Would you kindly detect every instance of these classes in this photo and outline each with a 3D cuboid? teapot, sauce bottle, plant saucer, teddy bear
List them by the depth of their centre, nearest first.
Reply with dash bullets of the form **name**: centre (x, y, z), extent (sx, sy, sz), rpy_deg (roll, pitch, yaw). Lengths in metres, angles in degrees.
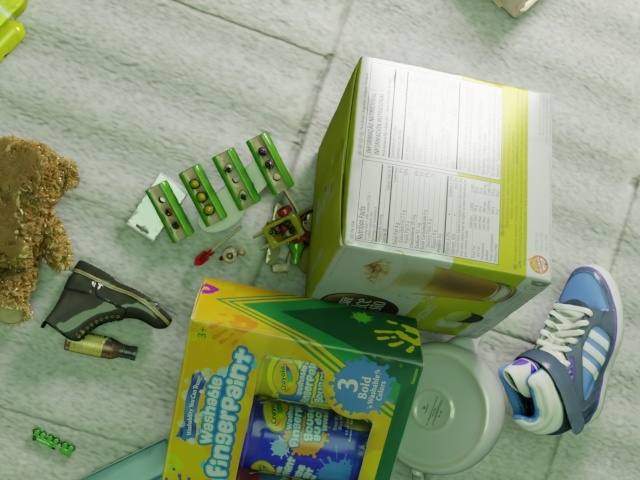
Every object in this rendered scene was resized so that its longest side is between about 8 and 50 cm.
- **teddy bear**: centre (-0.543, -0.014, 1.645), extent (0.245, 0.113, 0.337), rpy_deg (3, 94, 2)
- **sauce bottle**: centre (-0.393, 0.191, 1.689), extent (0.128, 0.042, 0.042), rpy_deg (14, 87, -11)
- **plant saucer**: centre (-0.352, 0.426, 1.704), extent (0.192, 0.018, 0.067), rpy_deg (-25, 93, -10)
- **teapot**: centre (0.228, 0.308, 1.726), extent (0.256, 0.187, 0.252), rpy_deg (-30, 74, 17)

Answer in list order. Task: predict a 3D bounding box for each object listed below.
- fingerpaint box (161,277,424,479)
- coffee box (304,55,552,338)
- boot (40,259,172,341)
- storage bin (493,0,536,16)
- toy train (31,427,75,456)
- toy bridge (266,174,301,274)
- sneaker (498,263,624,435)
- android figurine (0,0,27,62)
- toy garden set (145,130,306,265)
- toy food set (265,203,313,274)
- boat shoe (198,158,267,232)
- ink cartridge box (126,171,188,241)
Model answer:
- **fingerpaint box**: centre (-0.062, 0.323, 1.577), extent (0.371, 0.163, 0.444), rpy_deg (12, 112, -4)
- **coffee box**: centre (0.169, -0.056, 1.588), extent (0.335, 0.337, 0.338), rpy_deg (9, 67, -9)
- **boot**: centre (-0.377, 0.141, 1.664), extent (0.198, 0.077, 0.137), rpy_deg (28, 70, 5)
- **storage bin**: centre (0.388, -0.609, 1.787), extent (0.262, 0.123, 0.260), rpy_deg (-43, 95, -8)
- **toy train**: centre (-0.479, 0.362, 1.685), extent (0.083, 0.017, 0.023), rpy_deg (27, 96, -8)
- **toy bridge**: centre (-0.068, -0.030, 1.753), extent (0.063, 0.026, 0.188), rpy_deg (-6, 90, -11)
- **sneaker**: centre (0.436, 0.201, 1.740), extent (0.236, 0.130, 0.322), rpy_deg (4, 94, -40)
- **android figurine**: centre (-0.631, -0.420, 1.653), extent (0.248, 0.056, 0.273), rpy_deg (44, 85, -6)
- **toy garden set**: centre (-0.159, -0.049, 1.669), extent (0.244, 0.049, 0.203), rpy_deg (-26, 101, 7)
- **toy food set**: centre (0.000, 0.000, 1.739), extent (0.192, 0.038, 0.132), rpy_deg (8, 88, -21)
- **boat shoe**: centre (-0.150, -0.090, 1.718), extent (0.066, 0.063, 0.184), rpy_deg (38, 101, -7)
- **ink cartridge box**: centre (-0.297, -0.060, 1.714), extent (0.063, 0.029, 0.115), rpy_deg (35, 85, -8)
